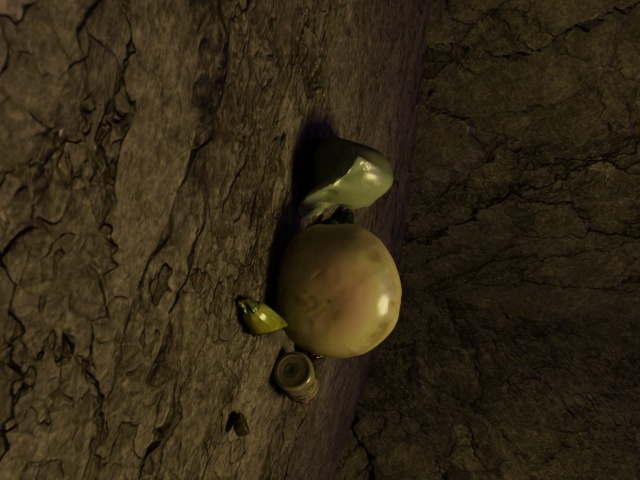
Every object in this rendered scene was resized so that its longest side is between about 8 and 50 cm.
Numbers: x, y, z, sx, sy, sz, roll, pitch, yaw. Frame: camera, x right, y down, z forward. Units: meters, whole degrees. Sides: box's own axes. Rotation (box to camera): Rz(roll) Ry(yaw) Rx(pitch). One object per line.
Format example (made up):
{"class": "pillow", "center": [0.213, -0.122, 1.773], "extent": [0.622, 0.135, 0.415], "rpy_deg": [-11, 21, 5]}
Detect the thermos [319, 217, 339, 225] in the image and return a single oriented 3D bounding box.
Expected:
{"class": "thermos", "center": [-0.002, -0.004, 1.600], "extent": [0.083, 0.073, 0.188], "rpy_deg": [-60, 171, 24]}

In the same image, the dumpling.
{"class": "dumpling", "center": [0.062, -0.183, 1.473], "extent": [0.321, 0.270, 0.211], "rpy_deg": [19, 61, -51]}

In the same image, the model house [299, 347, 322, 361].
{"class": "model house", "center": [-0.010, 0.303, 1.754], "extent": [0.165, 0.106, 0.152], "rpy_deg": [-67, 165, -45]}

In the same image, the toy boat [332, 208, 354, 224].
{"class": "toy boat", "center": [0.078, -0.035, 1.809], "extent": [0.092, 0.103, 0.246], "rpy_deg": [67, 26, -25]}

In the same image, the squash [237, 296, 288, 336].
{"class": "squash", "center": [-0.142, 0.186, 1.255], "extent": [0.200, 0.090, 0.075], "rpy_deg": [56, 40, -62]}

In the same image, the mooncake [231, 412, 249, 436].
{"class": "mooncake", "center": [-0.176, 0.567, 1.223], "extent": [0.346, 0.057, 0.150], "rpy_deg": [-88, 155, -56]}

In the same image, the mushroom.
{"class": "mushroom", "center": [0.026, 0.124, 1.414], "extent": [0.325, 0.353, 0.353], "rpy_deg": [-27, 149, -9]}

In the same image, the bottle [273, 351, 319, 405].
{"class": "bottle", "center": [-0.064, 0.434, 1.652], "extent": [0.253, 0.121, 0.120], "rpy_deg": [75, 32, -59]}
